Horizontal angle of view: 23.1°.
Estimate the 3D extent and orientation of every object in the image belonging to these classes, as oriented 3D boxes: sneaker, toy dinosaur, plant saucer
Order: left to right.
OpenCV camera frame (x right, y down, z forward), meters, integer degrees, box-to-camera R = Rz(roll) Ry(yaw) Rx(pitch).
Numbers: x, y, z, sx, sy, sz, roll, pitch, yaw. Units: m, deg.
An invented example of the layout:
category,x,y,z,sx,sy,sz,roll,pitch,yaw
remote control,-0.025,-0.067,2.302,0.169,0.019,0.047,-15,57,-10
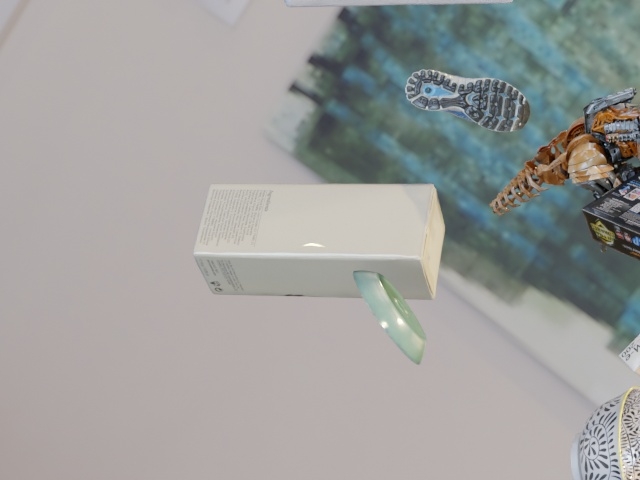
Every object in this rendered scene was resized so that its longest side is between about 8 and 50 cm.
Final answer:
category,x,y,z,sx,sy,sz,roll,pitch,yaw
plant saucer,0.077,0.075,1.635,0.119,0.021,0.119,52,9,-12
sneaker,0.189,-0.184,2.000,0.162,0.063,0.073,17,9,1
toy dinosaur,0.384,-0.105,2.072,0.322,0.164,0.218,-4,-43,41

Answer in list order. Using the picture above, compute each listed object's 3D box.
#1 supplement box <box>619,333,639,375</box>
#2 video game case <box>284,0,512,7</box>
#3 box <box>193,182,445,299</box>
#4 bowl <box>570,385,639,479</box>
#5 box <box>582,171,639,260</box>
category,x,y,z,sx,sy,sz,roll,pitch,yaw
supplement box,0.461,0.161,2.162,0.098,0.062,0.036,33,13,-50
video game case,0.070,-0.285,1.245,0.193,0.212,0.023,-2,36,-8
box,0.000,0.000,1.827,0.275,0.113,0.094,2,-34,16
bowl,0.340,0.257,1.823,0.170,0.080,0.170,28,57,-56
box,0.445,-0.035,1.865,0.220,0.175,0.051,29,-33,59
